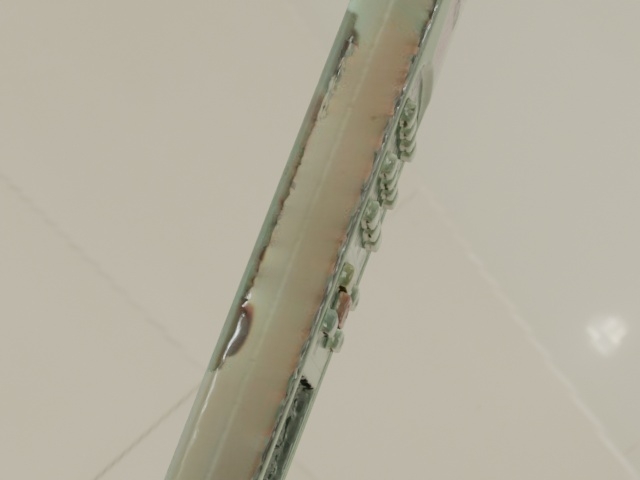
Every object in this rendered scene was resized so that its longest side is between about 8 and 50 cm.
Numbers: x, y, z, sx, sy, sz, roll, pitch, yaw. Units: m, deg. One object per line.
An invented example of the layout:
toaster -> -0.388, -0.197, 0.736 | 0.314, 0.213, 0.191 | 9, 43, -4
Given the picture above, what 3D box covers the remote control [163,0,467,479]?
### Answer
remote control -> 0.001, 0.000, 0.852 | 0.050, 0.145, 0.344 | 21, 83, 6
